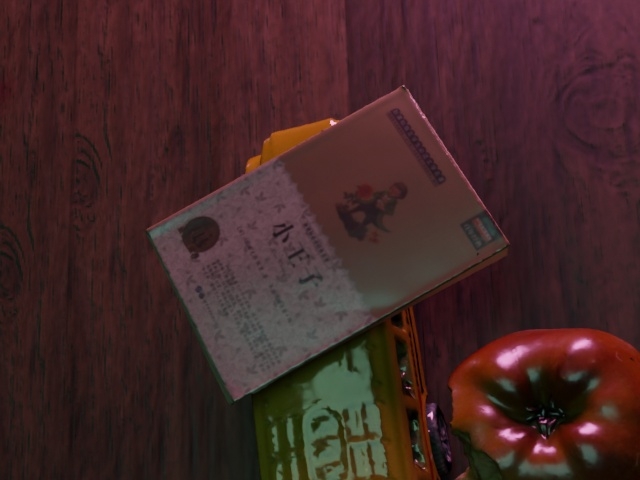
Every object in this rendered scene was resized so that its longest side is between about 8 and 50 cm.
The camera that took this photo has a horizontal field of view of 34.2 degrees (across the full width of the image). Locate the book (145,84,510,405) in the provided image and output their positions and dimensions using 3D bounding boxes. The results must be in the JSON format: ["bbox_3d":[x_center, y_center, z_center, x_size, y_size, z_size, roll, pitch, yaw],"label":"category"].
[{"bbox_3d":[0.000,0.000,0.663,0.199,0.016,0.138,-29,66,-1],"label":"book"}]

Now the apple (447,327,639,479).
[{"bbox_3d":[0.151,0.126,0.622,0.147,0.158,0.156,-4,63,6],"label":"apple"}]

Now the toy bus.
[{"bbox_3d":[0.008,0.073,0.710,0.121,0.123,0.335,-13,70,13],"label":"toy bus"}]
